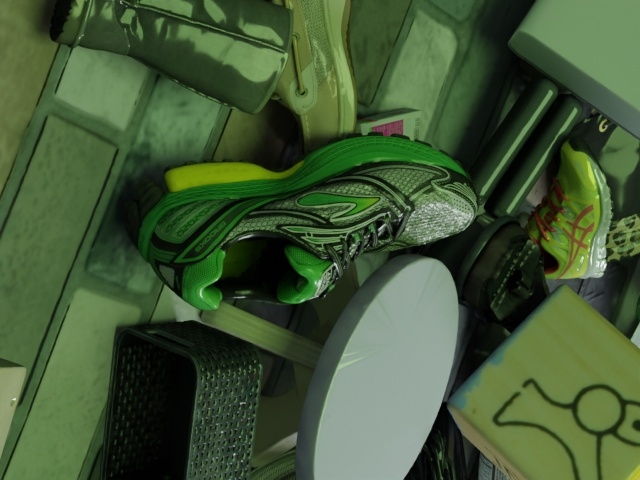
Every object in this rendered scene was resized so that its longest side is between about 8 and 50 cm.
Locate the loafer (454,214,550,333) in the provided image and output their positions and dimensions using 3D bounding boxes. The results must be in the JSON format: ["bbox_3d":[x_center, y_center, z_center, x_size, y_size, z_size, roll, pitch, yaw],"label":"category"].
[{"bbox_3d":[0.219,0.051,1.709,0.109,0.095,0.302,-55,164,-4],"label":"loafer"}]

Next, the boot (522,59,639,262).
[{"bbox_3d":[0.408,-0.158,1.897,0.377,0.138,0.284,-29,122,-33],"label":"boot"}]

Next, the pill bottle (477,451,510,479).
[{"bbox_3d":[0.258,0.282,1.892,0.130,0.130,0.246,-15,114,-43],"label":"pill bottle"}]

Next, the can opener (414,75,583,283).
[{"bbox_3d":[0.197,-0.050,1.714,0.074,0.093,0.280,33,89,-18],"label":"can opener"}]

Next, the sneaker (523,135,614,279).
[{"bbox_3d":[0.277,-0.026,1.756,0.094,0.081,0.208,-12,132,-5],"label":"sneaker"}]

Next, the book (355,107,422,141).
[{"bbox_3d":[0.065,-0.084,1.614,0.144,0.035,0.096,-18,116,-60],"label":"book"}]

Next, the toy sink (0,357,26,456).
[{"bbox_3d":[-0.365,0.132,1.163,0.131,0.234,0.153,16,90,-77],"label":"toy sink"}]

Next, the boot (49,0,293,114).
[{"bbox_3d":[-0.113,-0.219,1.334,0.208,0.076,0.190,14,107,-25],"label":"boot"}]

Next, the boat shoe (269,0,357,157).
[{"bbox_3d":[-0.022,-0.182,1.475,0.098,0.109,0.302,-7,126,-8],"label":"boat shoe"}]

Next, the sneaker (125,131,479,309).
[{"bbox_3d":[0.000,0.000,1.445,0.343,0.146,0.134,-12,137,-23],"label":"sneaker"}]

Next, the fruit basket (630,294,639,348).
[{"bbox_3d":[0.474,0.101,2.008,0.327,0.165,0.353,-58,143,-16],"label":"fruit basket"}]

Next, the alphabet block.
[{"bbox_3d":[0.278,0.195,1.688,0.192,0.197,0.193,-45,161,-3],"label":"alphabet block"}]

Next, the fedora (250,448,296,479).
[{"bbox_3d":[0.005,0.348,1.651,0.275,0.124,0.244,1,101,-47],"label":"fedora"}]

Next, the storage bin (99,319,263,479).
[{"bbox_3d":[-0.131,0.175,1.449,0.084,0.122,0.180,-5,107,-46],"label":"storage bin"}]

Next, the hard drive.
[{"bbox_3d":[0.389,-0.280,1.764,0.353,0.233,0.047,-56,-179,-30],"label":"hard drive"}]

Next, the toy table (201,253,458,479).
[{"bbox_3d":[0.011,0.130,1.558,0.252,0.161,0.274,46,69,-44],"label":"toy table"}]

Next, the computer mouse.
[{"bbox_3d":[0.120,0.263,1.715,0.272,0.072,0.188,-64,144,-76],"label":"computer mouse"}]
